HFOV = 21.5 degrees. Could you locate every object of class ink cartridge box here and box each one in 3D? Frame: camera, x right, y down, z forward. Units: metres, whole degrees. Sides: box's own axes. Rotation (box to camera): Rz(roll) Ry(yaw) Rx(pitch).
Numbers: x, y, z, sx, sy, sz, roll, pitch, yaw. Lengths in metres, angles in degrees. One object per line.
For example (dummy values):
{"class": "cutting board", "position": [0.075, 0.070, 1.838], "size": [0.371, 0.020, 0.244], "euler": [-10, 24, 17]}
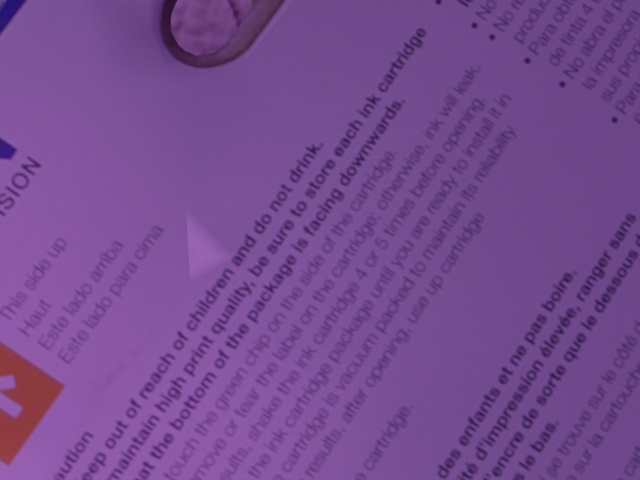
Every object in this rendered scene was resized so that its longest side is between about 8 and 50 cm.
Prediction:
{"class": "ink cartridge box", "position": [0.087, -0.008, 0.444], "size": [0.330, 0.071, 0.324], "euler": [34, 77, 2]}

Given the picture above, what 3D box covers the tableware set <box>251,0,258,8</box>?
{"class": "tableware set", "position": [0.061, -0.118, 0.560], "size": [0.194, 0.039, 0.128], "euler": [-44, 66, -5]}
